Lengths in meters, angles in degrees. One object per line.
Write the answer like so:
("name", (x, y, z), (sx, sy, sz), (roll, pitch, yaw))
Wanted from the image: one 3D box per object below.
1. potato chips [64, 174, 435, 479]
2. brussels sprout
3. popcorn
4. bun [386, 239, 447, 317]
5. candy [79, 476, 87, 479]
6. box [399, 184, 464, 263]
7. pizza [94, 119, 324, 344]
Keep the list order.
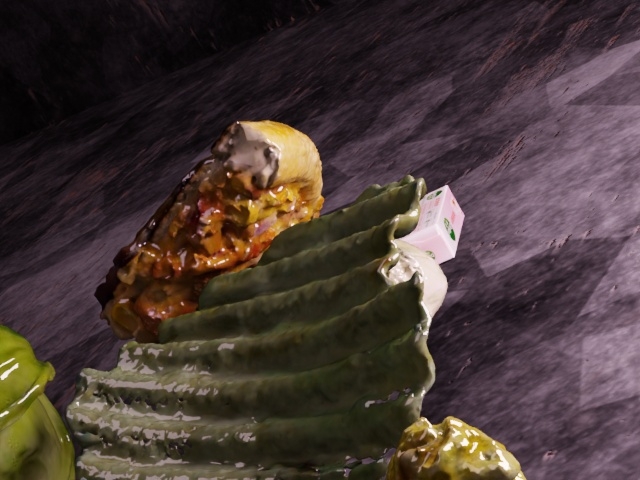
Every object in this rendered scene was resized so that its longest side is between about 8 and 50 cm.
("potato chips", (-0.054, 0.110, 1.574), (0.389, 0.097, 0.373), (-29, 35, 20))
("brussels sprout", (-0.365, 0.212, 1.722), (0.294, 0.259, 0.227), (-18, 19, 31))
("popcorn", (0.092, 0.185, 1.266), (0.106, 0.116, 0.121), (-40, 58, -5))
("bun", (0.009, 0.065, 1.766), (0.237, 0.116, 0.210), (-25, 16, 27))
("candy", (-0.296, 0.308, 1.568), (0.292, 0.059, 0.086), (-47, -19, 24))
("box", (0.106, -0.005, 1.941), (0.089, 0.043, 0.125), (-25, 16, 20))
("pizza", (-0.101, 0.011, 1.841), (0.277, 0.114, 0.409), (-35, -21, -30))
